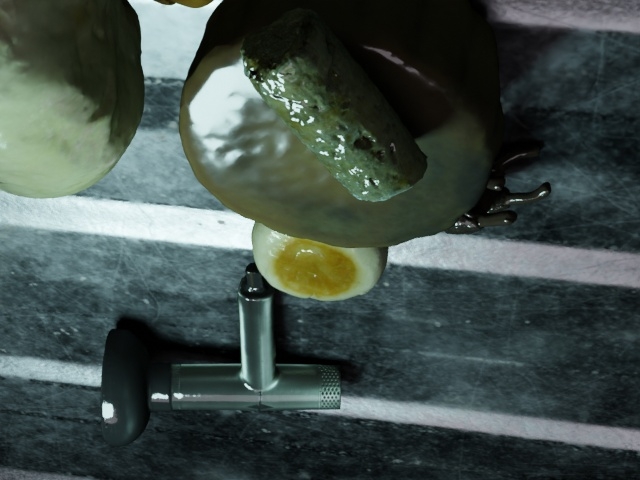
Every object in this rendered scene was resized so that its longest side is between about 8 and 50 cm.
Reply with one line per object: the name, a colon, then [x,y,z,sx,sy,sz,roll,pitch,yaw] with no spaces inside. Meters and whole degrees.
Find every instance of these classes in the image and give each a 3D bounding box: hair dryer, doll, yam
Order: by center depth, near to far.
yam: [0.012,-0.102,0.972,0.078,0.078,0.179,-14,137,31]
doll: [0.146,-0.041,1.247,0.165,0.139,0.057,-18,99,37]
hair dryer: [-0.144,0.125,1.608,0.320,0.155,0.284,-7,122,4]

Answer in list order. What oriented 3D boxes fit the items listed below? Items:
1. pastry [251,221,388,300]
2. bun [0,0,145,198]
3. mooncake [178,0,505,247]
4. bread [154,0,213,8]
pastry: [0.000,0.000,1.365,0.156,0.092,0.156,5,143,4]
bun: [-0.262,-0.204,1.016,0.213,0.361,0.361,-28,141,-8]
mooncake: [0.025,-0.129,1.117,0.290,0.161,0.290,7,142,5]
bread: [-0.127,-0.264,1.049,0.114,0.077,0.189,3,142,4]
